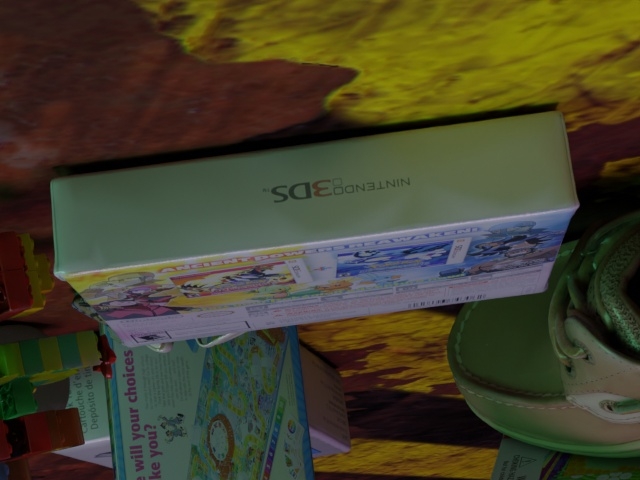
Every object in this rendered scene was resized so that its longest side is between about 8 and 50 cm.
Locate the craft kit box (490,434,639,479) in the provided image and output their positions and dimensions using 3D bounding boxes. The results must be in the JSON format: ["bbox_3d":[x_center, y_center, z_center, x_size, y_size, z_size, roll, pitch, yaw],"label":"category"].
[{"bbox_3d":[0.225,0.086,1.065,0.246,0.061,0.250,-9,-156,18],"label":"craft kit box"}]

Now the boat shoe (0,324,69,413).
[{"bbox_3d":[-0.237,0.085,1.038,0.081,0.079,0.227,-22,164,38],"label":"boat shoe"}]

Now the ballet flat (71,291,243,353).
[{"bbox_3d":[-0.071,0.036,1.002,0.114,0.041,0.041,-9,168,11],"label":"ballet flat"}]

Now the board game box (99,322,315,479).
[{"bbox_3d":[-0.058,0.102,1.042,0.103,0.154,0.026,-4,169,-11],"label":"board game box"}]

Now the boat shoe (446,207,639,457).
[{"bbox_3d":[0.165,0.024,0.932,0.110,0.122,0.341,23,156,-32],"label":"boat shoe"}]

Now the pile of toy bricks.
[{"bbox_3d":[-0.144,0.057,0.877,0.105,0.118,0.212,-8,172,-35],"label":"pile of toy bricks"}]

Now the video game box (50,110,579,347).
[{"bbox_3d":[0.000,0.000,0.852,0.205,0.048,0.187,-8,170,1],"label":"video game box"}]

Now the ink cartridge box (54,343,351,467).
[{"bbox_3d":[-0.132,0.115,1.280,0.261,0.066,0.296,-10,168,8],"label":"ink cartridge box"}]
